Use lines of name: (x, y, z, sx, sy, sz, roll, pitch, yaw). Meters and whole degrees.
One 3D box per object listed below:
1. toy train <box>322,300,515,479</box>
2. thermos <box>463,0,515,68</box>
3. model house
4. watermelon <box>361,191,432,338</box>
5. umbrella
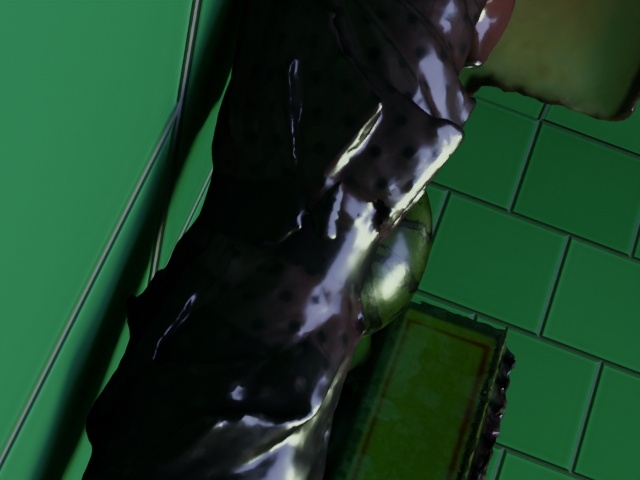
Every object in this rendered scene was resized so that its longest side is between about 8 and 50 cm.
toy train: (0.006, 0.135, 1.020, 0.134, 0.177, 0.261, 107, 3, -46)
thermos: (0.084, -0.227, 0.817, 0.109, 0.136, 0.330, -35, 158, -30)
model house: (0.124, -0.166, 1.032, 0.172, 0.182, 0.166, -53, 165, -73)
watermelon: (0.004, -0.001, 0.785, 0.109, 0.109, 0.109, 21, 90, -87)
umbrella: (-0.003, -0.023, 0.591, 0.094, 0.090, 0.326, 63, 48, -82)
